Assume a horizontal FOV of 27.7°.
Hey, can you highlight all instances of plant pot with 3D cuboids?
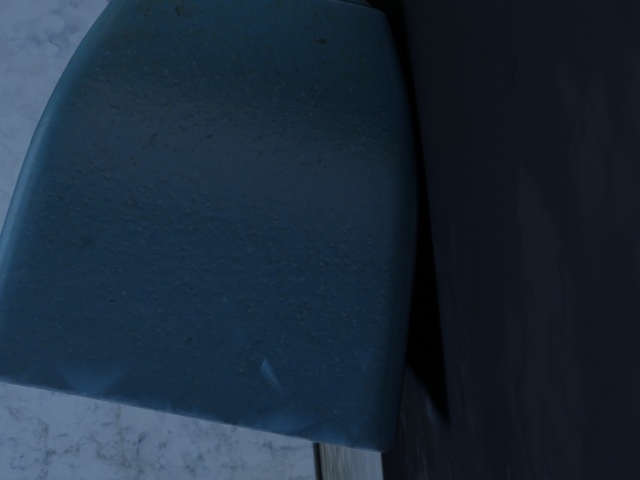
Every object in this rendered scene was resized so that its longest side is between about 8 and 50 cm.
[{"bbox_3d":[-0.061,-0.037,0.823,0.248,0.247,0.252,-124,45,-83],"label":"plant pot"}]
